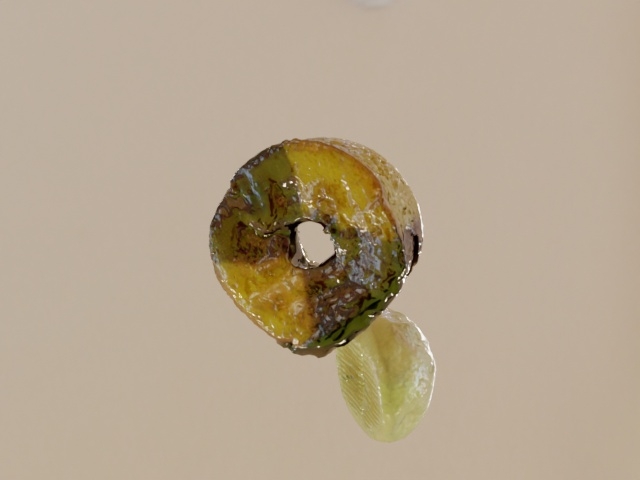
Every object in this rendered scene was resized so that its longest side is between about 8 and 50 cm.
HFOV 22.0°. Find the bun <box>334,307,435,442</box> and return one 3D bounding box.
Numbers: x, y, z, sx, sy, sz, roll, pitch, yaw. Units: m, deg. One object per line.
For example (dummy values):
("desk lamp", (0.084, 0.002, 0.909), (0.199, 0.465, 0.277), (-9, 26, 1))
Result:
("bun", (0.059, 0.110, 1.371), (0.069, 0.115, 0.115), (-15, -136, -19))

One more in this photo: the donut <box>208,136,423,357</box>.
("donut", (0.000, 0.000, 1.025), (0.140, 0.140, 0.059), (16, -157, 23))
